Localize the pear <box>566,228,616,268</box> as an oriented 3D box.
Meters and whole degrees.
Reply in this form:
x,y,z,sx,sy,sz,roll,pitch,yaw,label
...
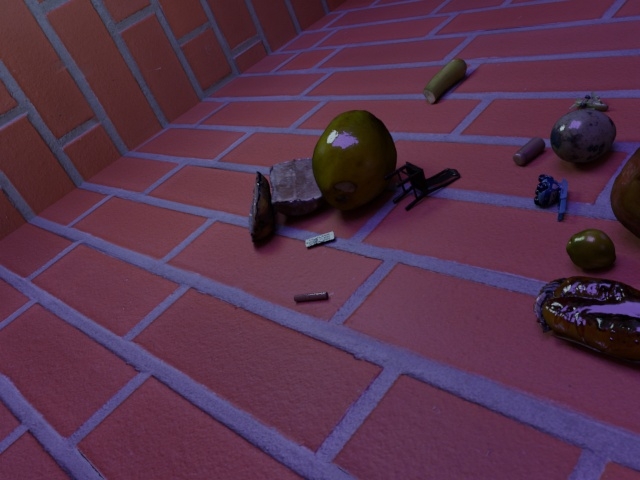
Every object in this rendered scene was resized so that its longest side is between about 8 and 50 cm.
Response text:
x,y,z,sx,sy,sz,roll,pitch,yaw,label
0.581,0.018,1.257,0.097,0.092,0.092,31,51,4,pear

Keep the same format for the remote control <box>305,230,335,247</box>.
x,y,z,sx,sy,sz,roll,pitch,yaw,label
0.000,0.000,1.730,0.091,0.016,0.034,-17,49,13,remote control

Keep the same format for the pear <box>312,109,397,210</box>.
x,y,z,sx,sy,sz,roll,pitch,yaw,label
0.103,-0.245,1.789,0.269,0.269,0.321,-1,65,33,pear

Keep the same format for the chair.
x,y,z,sx,sy,sz,roll,pitch,yaw,label
0.304,-0.190,1.724,0.213,0.101,0.084,-33,34,-11,chair

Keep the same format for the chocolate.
x,y,z,sx,sy,sz,roll,pitch,yaw,label
-0.072,-0.176,1.958,0.185,0.100,0.303,-10,36,1,chocolate

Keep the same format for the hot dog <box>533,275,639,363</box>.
x,y,z,sx,sy,sz,roll,pitch,yaw,label
0.541,0.138,1.108,0.163,0.081,0.271,-40,34,-26,hot dog

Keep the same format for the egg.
x,y,z,sx,sy,sz,roll,pitch,yaw,label
0.697,-0.277,1.556,0.182,0.141,0.141,-16,29,-19,egg

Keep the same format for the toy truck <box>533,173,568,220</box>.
x,y,z,sx,sy,sz,roll,pitch,yaw,label
0.573,-0.106,1.468,0.074,0.063,0.136,12,47,17,toy truck

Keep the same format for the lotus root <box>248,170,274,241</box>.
x,y,z,sx,sy,sz,roll,pitch,yaw,label
-0.187,-0.114,1.932,0.078,0.167,0.329,10,32,-12,lotus root

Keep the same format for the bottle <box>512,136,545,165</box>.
x,y,z,sx,sy,sz,roll,pitch,yaw,label
0.594,-0.254,1.680,0.096,0.045,0.045,-37,34,-15,bottle

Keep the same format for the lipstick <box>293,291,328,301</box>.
x,y,z,sx,sy,sz,roll,pitch,yaw,label
-0.025,0.146,1.529,0.094,0.019,0.019,-8,35,24,lipstick

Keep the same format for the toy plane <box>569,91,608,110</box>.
x,y,z,sx,sy,sz,roll,pitch,yaw,label
0.809,-0.408,1.765,0.111,0.040,0.102,23,74,52,toy plane

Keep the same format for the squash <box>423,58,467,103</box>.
x,y,z,sx,sy,sz,roll,pitch,yaw,label
0.475,-0.617,2.257,0.083,0.083,0.250,16,52,46,squash

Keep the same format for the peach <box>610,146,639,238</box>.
x,y,z,sx,sy,sz,roll,pitch,yaw,label
0.716,-0.114,1.220,0.214,0.235,0.214,-19,22,8,peach
